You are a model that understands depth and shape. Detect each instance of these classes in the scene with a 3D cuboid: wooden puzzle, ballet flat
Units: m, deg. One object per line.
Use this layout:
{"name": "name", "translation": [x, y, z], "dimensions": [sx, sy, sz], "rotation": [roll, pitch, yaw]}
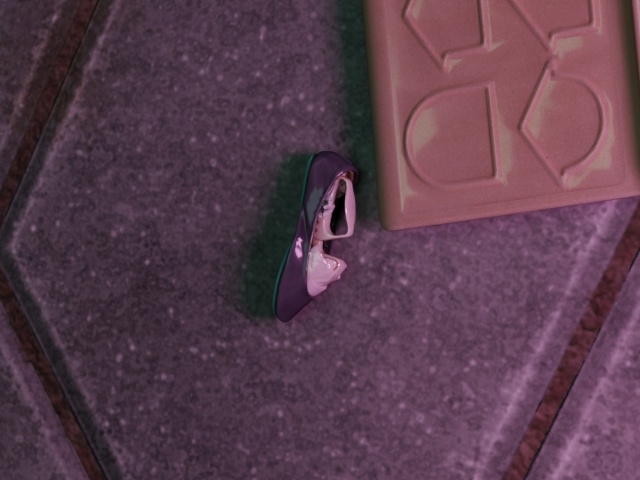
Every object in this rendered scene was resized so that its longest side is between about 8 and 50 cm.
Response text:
{"name": "wooden puzzle", "translation": [0.206, -0.187, 2.007], "dimensions": [0.347, 0.080, 0.322], "rotation": [-9, 82, 33]}
{"name": "ballet flat", "translation": [0.000, 0.000, 2.110], "dimensions": [0.074, 0.074, 0.203], "rotation": [15, 92, 29]}
